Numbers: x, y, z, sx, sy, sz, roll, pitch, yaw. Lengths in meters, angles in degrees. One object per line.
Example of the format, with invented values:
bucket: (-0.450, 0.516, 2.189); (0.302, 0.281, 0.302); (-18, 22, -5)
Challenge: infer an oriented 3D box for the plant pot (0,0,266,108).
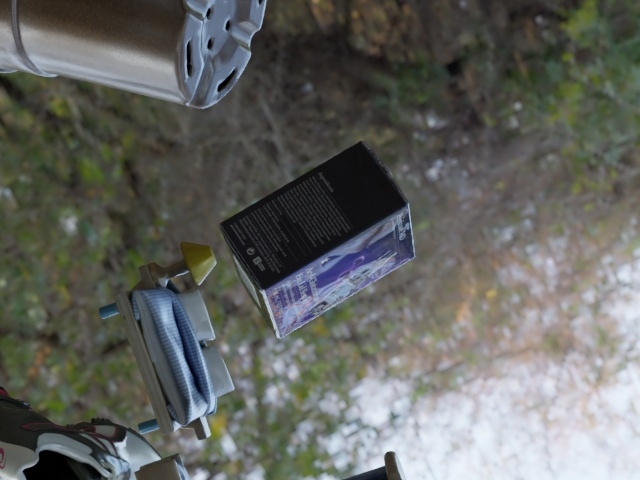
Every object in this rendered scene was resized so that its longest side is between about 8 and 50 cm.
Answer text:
plant pot: (-0.136, -0.173, 1.121); (0.165, 0.167, 0.167); (20, -139, 20)

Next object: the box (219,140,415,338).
box: (0.000, 0.000, 1.951); (0.207, 0.153, 0.108); (-31, -115, -7)

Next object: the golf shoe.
golf shoe: (-0.222, 0.217, 1.463); (0.120, 0.273, 0.105); (28, -90, 42)

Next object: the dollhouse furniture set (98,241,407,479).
dollhouse furniture set: (-0.061, 0.130, 1.410); (0.198, 0.303, 0.286); (-20, 176, 1)
